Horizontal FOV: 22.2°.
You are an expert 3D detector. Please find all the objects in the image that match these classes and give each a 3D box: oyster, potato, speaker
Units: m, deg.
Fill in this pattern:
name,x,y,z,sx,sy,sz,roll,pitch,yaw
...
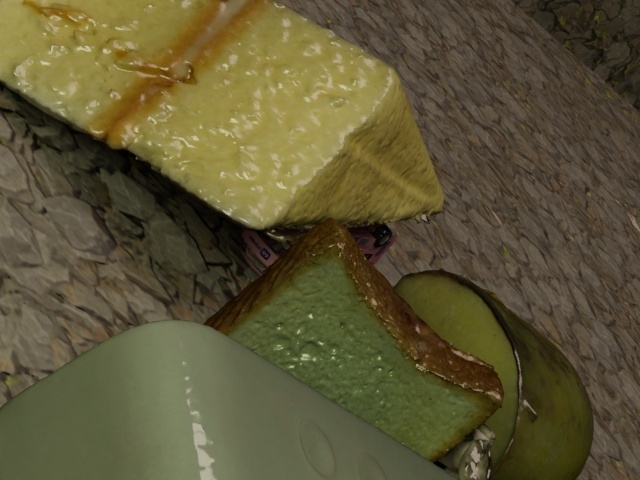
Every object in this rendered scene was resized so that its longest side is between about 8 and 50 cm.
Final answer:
name,x,y,z,sx,sy,sz,roll,pitch,yaw
oyster,0.115,0.201,1.432,0.081,0.163,0.191,22,56,-21
potato,0.227,0.159,1.794,0.255,0.112,0.269,27,32,-47
speaker,-0.027,0.225,1.053,0.406,0.183,0.184,36,29,-46

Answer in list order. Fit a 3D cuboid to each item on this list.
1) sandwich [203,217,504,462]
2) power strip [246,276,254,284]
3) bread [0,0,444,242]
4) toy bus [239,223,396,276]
name,x,y,z,sx,sy,sz,roll,pitch,yaw
sandwich,0.020,0.107,1.364,0.214,0.186,0.065,46,19,-15
power strip,-0.008,0.087,1.535,0.175,0.042,0.075,39,25,-26
bread,-0.088,-0.098,1.565,0.346,0.242,0.405,29,-17,17
toy bus,0.000,0.000,1.630,0.063,0.090,0.203,49,19,22
